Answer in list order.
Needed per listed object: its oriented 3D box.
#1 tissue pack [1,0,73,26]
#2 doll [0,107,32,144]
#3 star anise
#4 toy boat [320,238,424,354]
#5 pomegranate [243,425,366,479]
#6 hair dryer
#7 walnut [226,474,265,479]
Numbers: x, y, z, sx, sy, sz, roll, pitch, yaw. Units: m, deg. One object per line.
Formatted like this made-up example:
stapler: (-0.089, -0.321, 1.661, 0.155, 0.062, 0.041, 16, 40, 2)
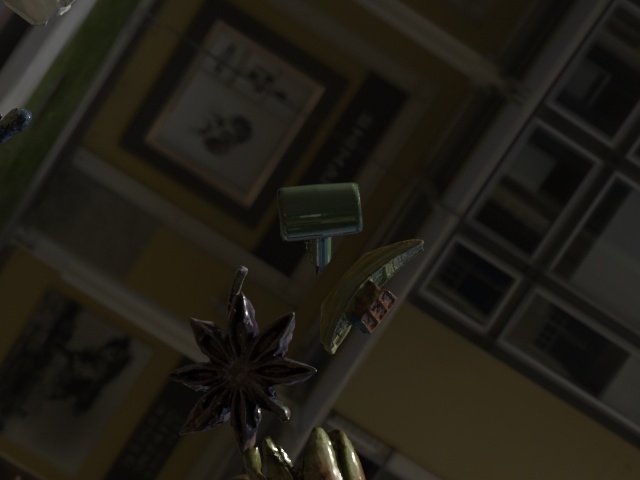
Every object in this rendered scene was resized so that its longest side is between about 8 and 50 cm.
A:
tissue pack: (-0.362, -0.420, 1.377, 0.194, 0.356, 0.266, -40, -159, 0)
doll: (-0.406, -0.123, 1.577, 0.125, 0.027, 0.037, -34, -147, -4)
star anise: (-0.108, 0.169, 1.803, 0.081, 0.230, 0.262, 26, 61, -60)
toy boat: (0.058, 0.061, 1.524, 0.172, 0.066, 0.065, -50, 162, -15)
pomegranate: (0.014, 0.295, 0.981, 0.236, 0.236, 0.302, 132, -45, -55)
hair dryer: (0.000, 0.000, 1.153, 0.150, 0.071, 0.047, 89, -3, -62)
walnut: (-0.102, 0.433, 1.822, 0.178, 0.178, 0.230, -65, 168, -49)
